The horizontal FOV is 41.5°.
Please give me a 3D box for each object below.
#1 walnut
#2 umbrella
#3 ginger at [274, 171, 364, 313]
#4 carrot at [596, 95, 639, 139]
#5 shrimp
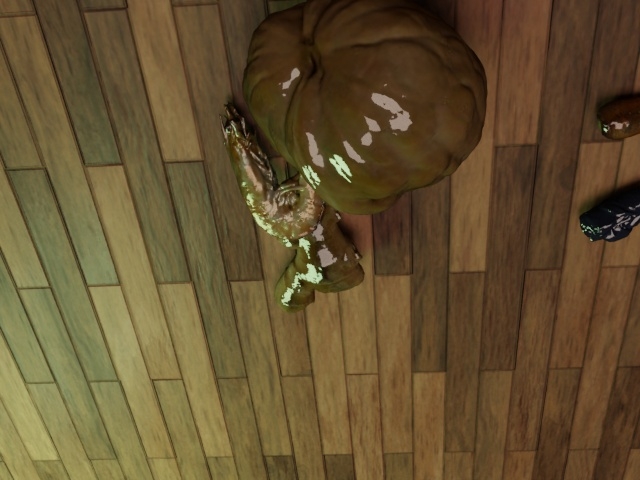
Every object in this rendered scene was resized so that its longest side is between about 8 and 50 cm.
[{"bbox_3d":[0.059,-0.174,1.053,0.296,0.285,0.285,0,136,37],"label":"walnut"},{"bbox_3d":[0.510,-0.065,1.262,0.248,0.071,0.071,-27,124,18],"label":"umbrella"},{"bbox_3d":[0.000,0.000,1.334,0.147,0.081,0.334,16,130,16],"label":"ginger"},{"bbox_3d":[0.467,-0.183,1.175,0.161,0.055,0.055,-16,128,6],"label":"carrot"},{"bbox_3d":[-0.070,-0.104,1.234,0.133,0.053,0.236,-11,115,33],"label":"shrimp"}]
